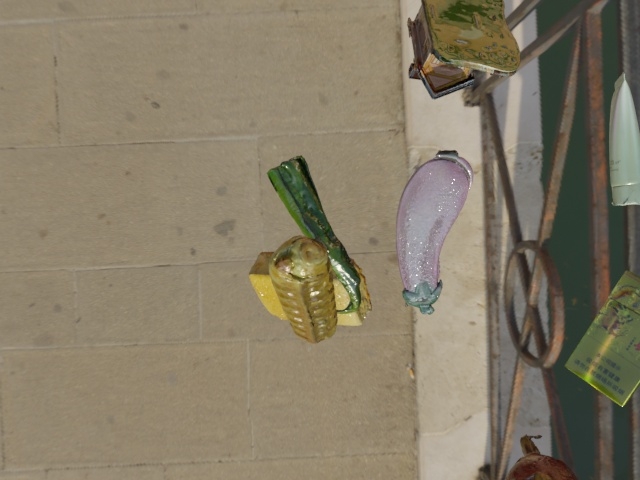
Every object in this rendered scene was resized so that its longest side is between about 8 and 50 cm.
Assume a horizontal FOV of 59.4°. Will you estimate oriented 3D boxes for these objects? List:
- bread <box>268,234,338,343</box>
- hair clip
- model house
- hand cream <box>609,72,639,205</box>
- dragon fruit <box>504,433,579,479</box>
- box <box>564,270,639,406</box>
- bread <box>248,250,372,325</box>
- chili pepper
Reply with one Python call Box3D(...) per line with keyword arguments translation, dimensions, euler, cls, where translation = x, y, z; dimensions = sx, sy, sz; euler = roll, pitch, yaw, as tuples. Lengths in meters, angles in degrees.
Box3D(translation=(-0.020, 0.089, 0.872), dimensions=(0.084, 0.367, 0.077), euler=(-26, 68, -8), cls="bread")
Box3D(translation=(0.219, -0.015, 1.153), dimensions=(0.095, 0.110, 0.359), euler=(-26, 131, -40), cls="hair clip")
Box3D(translation=(0.295, -0.426, 1.236), dimensions=(0.207, 0.154, 0.294), euler=(8, 56, -13), cls="model house")
Box3D(translation=(0.484, -0.157, 0.893), dimensions=(0.050, 0.078, 0.205), euler=(-5, 90, 20), cls="hand cream")
Box3D(translation=(0.331, 0.372, 0.854), dimensions=(0.125, 0.246, 0.125), euler=(-4, 101, 15), cls="dragon fruit")
Box3D(translation=(0.795, 0.254, 1.462), dimensions=(0.173, 0.043, 0.311), euler=(38, 112, 36), cls="box")
Box3D(translation=(-0.023, 0.118, 1.422), dimensions=(0.274, 0.114, 0.185), euler=(2, 134, 28), cls="bread")
Box3D(translation=(0.000, 0.000, 1.159), dimensions=(0.085, 0.076, 0.359), euler=(-26, 102, -3), cls="chili pepper")
